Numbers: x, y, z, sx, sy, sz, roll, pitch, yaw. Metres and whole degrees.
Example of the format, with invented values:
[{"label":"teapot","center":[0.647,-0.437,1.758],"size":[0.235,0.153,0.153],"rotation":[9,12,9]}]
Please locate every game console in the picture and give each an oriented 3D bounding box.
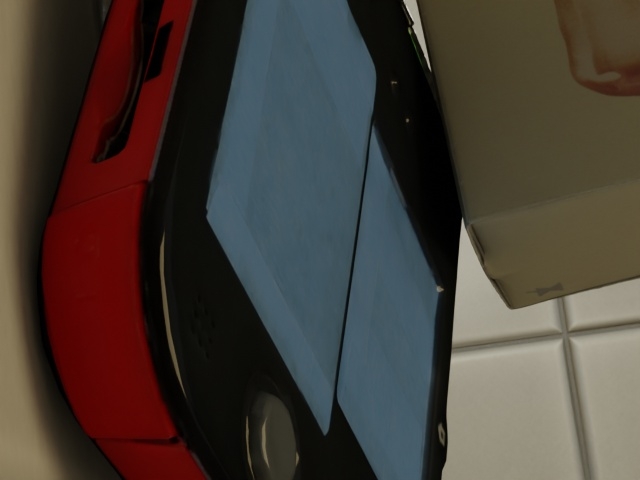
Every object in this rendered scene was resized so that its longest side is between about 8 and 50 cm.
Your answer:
[{"label":"game console","center":[0.000,0.000,0.804],"size":[0.386,0.060,0.342],"rotation":[-81,151,-42]}]

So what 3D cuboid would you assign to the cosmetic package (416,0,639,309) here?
[{"label":"cosmetic package","center":[0.128,-0.130,1.025],"size":[0.153,0.129,0.296],"rotation":[54,24,-66]}]

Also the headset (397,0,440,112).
[{"label":"headset","center":[0.002,-0.185,1.072],"size":[0.394,0.185,0.243],"rotation":[62,20,-12]}]
